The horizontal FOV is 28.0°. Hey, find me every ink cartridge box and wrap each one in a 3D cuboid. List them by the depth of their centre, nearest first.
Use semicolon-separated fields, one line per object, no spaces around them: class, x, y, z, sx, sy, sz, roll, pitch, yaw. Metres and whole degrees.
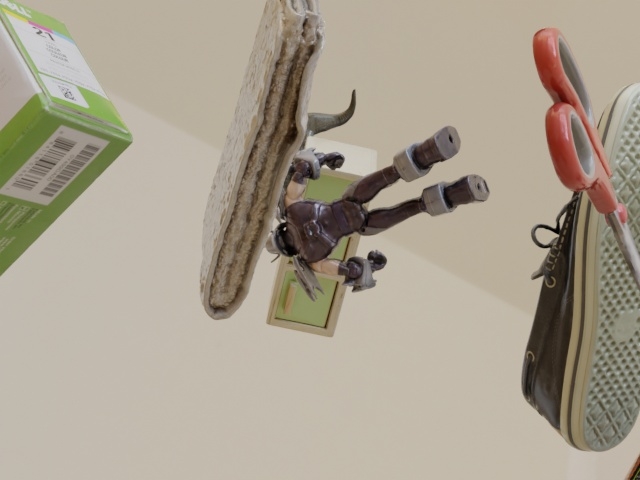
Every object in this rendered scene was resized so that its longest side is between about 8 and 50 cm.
ink cartridge box;-0.283;-0.117;0.967;0.189;0.097;0.255;-42;-117;18

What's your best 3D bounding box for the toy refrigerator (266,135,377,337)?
toy refrigerator;0.000;0.000;1.801;0.094;0.102;0.269;-84;-173;-58

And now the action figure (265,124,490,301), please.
action figure;0.049;-0.035;1.532;0.285;0.185;0.099;-22;-169;23

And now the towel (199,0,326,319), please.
towel;-0.052;-0.091;1.128;0.187;0.049;0.282;-95;-158;-63

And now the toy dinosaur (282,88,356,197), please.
toy dinosaur;-0.060;-0.128;2.082;0.160;0.121;0.313;36;-76;31

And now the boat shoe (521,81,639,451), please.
boat shoe;0.369;0.032;1.729;0.156;0.187;0.499;23;-70;52

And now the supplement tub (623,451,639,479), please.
supplement tub;0.466;0.363;1.633;0.316;0.193;0.193;-52;-171;-22

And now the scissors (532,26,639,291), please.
scissors;0.203;-0.037;0.900;0.021;0.297;0.109;-16;-121;22
